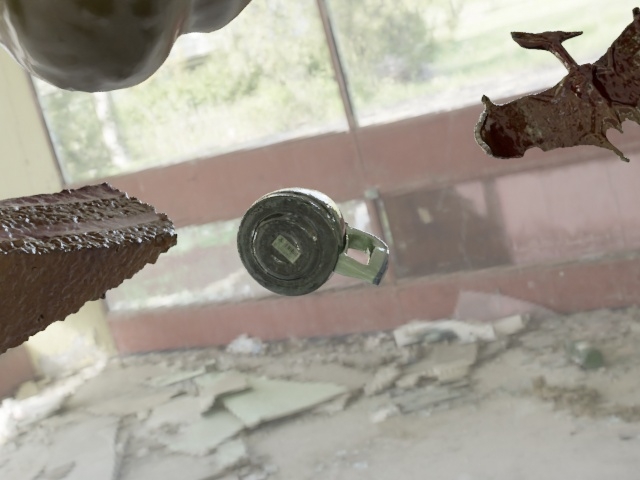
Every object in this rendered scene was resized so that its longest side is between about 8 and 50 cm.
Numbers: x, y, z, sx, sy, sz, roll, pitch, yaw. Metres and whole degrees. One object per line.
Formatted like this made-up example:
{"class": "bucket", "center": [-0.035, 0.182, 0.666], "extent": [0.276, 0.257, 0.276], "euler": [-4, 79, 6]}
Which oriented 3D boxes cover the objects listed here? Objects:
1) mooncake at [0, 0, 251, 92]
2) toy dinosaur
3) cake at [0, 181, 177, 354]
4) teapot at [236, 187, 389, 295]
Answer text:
{"class": "mooncake", "center": [-0.259, -0.399, 1.022], "extent": [0.467, 0.467, 0.262], "euler": [-19, -16, -19]}
{"class": "toy dinosaur", "center": [0.332, -0.193, 1.156], "extent": [0.327, 0.206, 0.113], "euler": [-7, -18, 3]}
{"class": "cake", "center": [-0.245, 0.003, 0.871], "extent": [0.116, 0.112, 0.295], "euler": [31, 31, 18]}
{"class": "teapot", "center": [-0.004, -0.010, 1.039], "extent": [0.149, 0.111, 0.108], "euler": [-5, 18, 20]}
